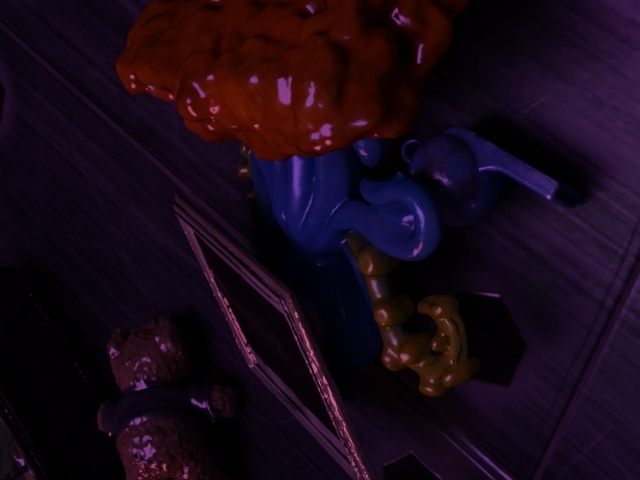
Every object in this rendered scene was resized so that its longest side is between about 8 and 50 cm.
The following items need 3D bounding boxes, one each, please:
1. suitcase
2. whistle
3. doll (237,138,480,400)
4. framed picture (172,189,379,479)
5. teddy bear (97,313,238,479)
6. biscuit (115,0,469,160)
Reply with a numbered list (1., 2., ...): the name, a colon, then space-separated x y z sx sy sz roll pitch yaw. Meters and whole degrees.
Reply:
1. suitcase: -0.391 0.258 1.680 0.434 0.194 0.283 56 136 19
2. whistle: 0.126 -0.044 1.091 0.158 0.090 0.090 36 128 32
3. doll: 0.000 0.000 1.183 0.346 0.099 0.341 25 134 57
4. framed picture: -0.049 0.091 1.247 0.293 0.018 0.231 37 154 60
5. teddy bear: -0.171 0.210 1.470 0.182 0.129 0.251 -14 89 12
6. biscuit: -0.006 -0.213 1.050 0.318 0.110 0.312 15 74 51
